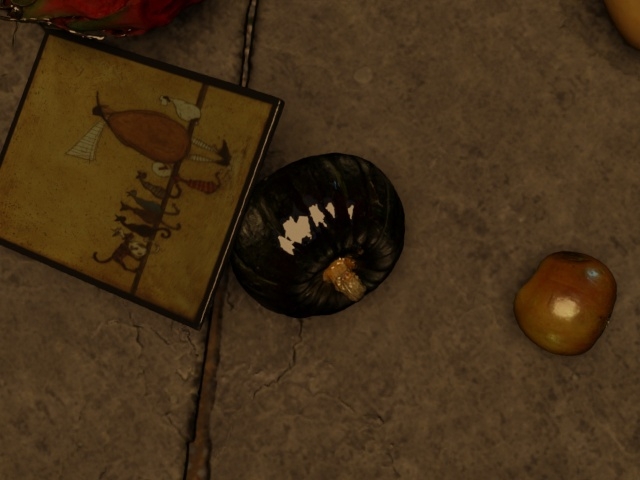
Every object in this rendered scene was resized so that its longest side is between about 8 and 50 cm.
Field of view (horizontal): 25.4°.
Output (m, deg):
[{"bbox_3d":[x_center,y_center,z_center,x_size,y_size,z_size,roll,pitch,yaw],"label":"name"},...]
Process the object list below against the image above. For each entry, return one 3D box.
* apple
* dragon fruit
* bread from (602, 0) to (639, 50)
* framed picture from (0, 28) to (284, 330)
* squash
[{"bbox_3d":[0.266,0.067,1.543,0.102,0.099,0.114,28,93,6],"label":"apple"},{"bbox_3d":[-0.229,-0.313,1.528,0.293,0.234,0.234,-37,87,11],"label":"dragon fruit"},{"bbox_3d":[0.390,-0.429,1.509,0.245,0.329,0.424,-16,87,44],"label":"bread"},{"bbox_3d":[-0.217,-0.077,1.545,0.338,0.014,0.255,21,90,30],"label":"framed picture"},{"bbox_3d":[-0.003,-0.004,1.520,0.193,0.156,0.193,-2,127,-3],"label":"squash"}]
